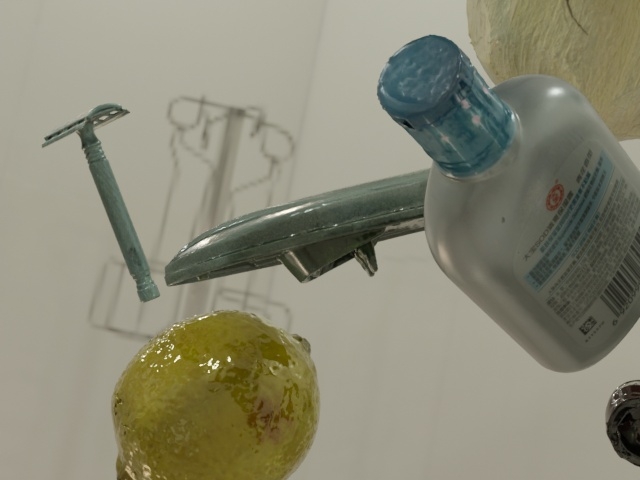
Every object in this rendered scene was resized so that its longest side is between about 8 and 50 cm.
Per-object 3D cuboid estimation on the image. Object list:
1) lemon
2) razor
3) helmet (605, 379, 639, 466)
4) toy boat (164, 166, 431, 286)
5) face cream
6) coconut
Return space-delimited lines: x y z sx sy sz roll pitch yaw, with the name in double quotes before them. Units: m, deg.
"lemon" -0.130 0.214 1.763 0.267 0.267 0.267 10 -10 2
"razor" -0.240 -0.038 1.664 0.068 0.232 0.106 -24 5 -40
"helmet" 0.415 0.229 1.821 0.098 0.070 0.123 -25 -58 20
"toy boat" 0.000 0.000 1.417 0.320 0.092 0.141 -13 -5 -3
"face cream" 0.145 -0.029 0.998 0.080 0.163 0.337 26 -9 41
"coconut" 0.359 -0.287 1.824 0.346 0.360 0.346 19 24 -9
